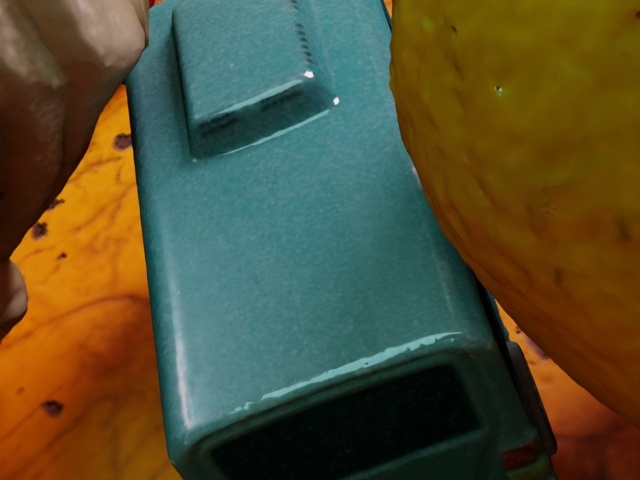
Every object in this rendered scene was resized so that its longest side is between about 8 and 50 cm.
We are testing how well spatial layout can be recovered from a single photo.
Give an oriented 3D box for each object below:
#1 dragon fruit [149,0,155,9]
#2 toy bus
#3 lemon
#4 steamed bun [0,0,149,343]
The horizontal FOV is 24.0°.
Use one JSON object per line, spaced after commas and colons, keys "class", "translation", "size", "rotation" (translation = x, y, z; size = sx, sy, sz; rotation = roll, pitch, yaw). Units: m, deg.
{"class": "dragon fruit", "translation": [-0.152, -0.136, 0.822], "size": [0.142, 0.121, 0.130], "rotation": [-43, 5, 22]}
{"class": "toy bus", "translation": [0.000, 0.000, 0.593], "size": [0.128, 0.147, 0.256], "rotation": [-20, 45, 7]}
{"class": "lemon", "translation": [0.149, -0.056, 0.458], "size": [0.245, 0.320, 0.245], "rotation": [-37, 29, 25]}
{"class": "steamed bun", "translation": [-0.226, 0.021, 0.640], "size": [0.428, 0.247, 0.189], "rotation": [-19, 29, 38]}
